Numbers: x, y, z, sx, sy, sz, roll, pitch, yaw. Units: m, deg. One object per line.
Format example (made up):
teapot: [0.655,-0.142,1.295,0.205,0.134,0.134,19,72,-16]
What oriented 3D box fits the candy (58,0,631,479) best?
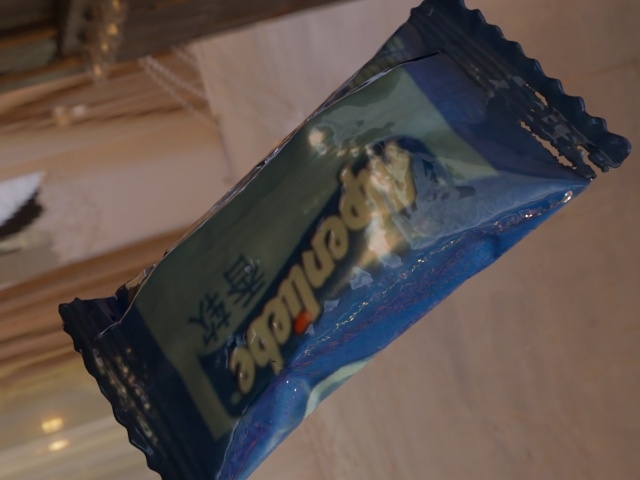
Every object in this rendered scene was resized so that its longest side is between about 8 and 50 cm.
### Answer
candy: [0.000,0.000,0.822,0.187,0.331,0.077,52,10,34]
